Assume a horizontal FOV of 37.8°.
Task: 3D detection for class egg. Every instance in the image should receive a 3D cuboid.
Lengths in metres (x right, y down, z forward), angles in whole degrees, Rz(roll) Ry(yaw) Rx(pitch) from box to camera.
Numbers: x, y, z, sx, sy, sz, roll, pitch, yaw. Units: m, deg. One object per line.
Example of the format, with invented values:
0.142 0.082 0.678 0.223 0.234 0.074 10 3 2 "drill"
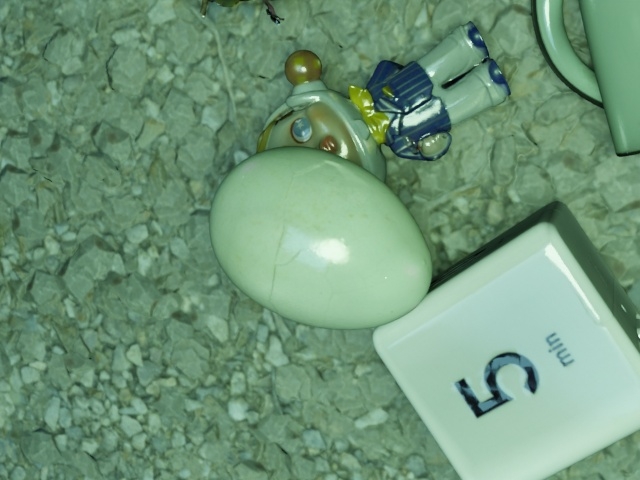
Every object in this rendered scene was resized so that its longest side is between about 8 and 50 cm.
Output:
0.000 0.000 0.823 0.209 0.151 0.151 24 105 18 "egg"

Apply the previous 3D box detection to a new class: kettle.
0.290 -0.203 0.832 0.221 0.161 0.237 -13 95 50 "kettle"

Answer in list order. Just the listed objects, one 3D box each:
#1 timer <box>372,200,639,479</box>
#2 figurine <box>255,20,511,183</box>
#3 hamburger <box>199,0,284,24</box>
0.193 0.099 0.882 0.195 0.192 0.194 -34 88 20 "timer"
0.046 -0.120 0.937 0.194 0.133 0.274 39 98 5 "figurine"
-0.102 -0.348 0.928 0.243 0.139 0.262 13 114 11 "hamburger"
